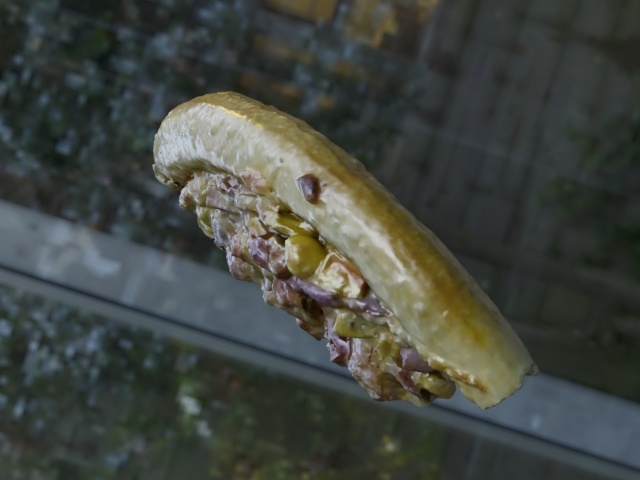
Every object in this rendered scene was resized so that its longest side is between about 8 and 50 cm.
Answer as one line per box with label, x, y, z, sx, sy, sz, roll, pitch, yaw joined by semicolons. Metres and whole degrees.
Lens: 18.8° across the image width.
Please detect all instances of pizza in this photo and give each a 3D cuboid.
pizza;-0.002;0.002;0.844;0.058;0.246;0.127;-40;-31;-12
